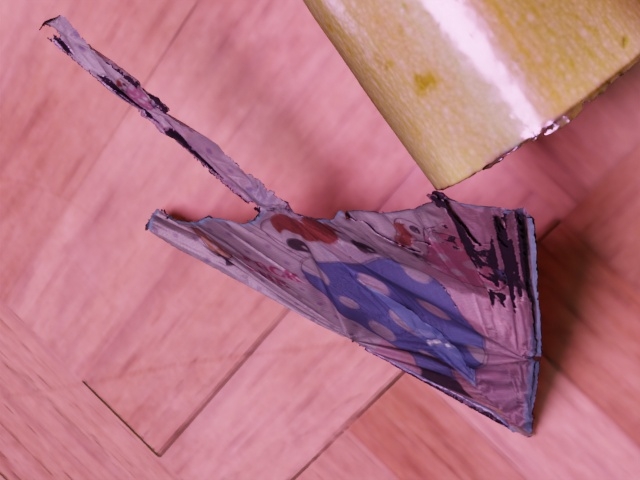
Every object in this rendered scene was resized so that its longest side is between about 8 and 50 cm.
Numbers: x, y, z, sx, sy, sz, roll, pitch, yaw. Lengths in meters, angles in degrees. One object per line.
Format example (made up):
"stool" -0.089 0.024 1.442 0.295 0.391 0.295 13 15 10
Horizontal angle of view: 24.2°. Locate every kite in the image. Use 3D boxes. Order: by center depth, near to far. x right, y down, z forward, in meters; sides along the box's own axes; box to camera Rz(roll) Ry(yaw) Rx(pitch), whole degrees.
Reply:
"kite" 0.000 0.000 0.685 0.314 0.011 0.335 41 159 -22

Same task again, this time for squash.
"squash" 0.045 -0.123 0.592 0.123 0.123 0.187 -35 88 42
